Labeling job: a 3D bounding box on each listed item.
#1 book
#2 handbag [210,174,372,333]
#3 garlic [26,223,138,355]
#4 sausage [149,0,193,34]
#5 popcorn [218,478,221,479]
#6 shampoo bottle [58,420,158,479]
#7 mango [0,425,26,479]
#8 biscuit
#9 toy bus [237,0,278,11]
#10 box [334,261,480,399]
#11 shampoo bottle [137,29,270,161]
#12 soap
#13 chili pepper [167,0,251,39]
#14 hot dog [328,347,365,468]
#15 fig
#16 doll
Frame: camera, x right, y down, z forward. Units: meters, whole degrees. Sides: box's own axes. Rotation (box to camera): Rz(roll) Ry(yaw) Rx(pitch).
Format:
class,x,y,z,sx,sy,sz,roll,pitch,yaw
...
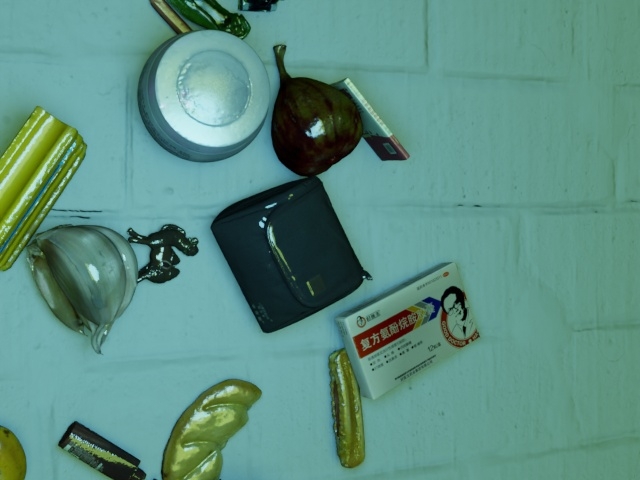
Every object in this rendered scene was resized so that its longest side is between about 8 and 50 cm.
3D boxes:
class,x,y,z,sx,sy,sz,roll,pitch,yaw
book,0.107,-0.279,1.676,0.022,0.162,0.232,-42,104,-9
handbag,-0.063,0.033,1.575,0.274,0.178,0.302,-21,102,17
garlic,-0.482,0.080,1.440,0.237,0.210,0.292,-39,89,15
sausage,-0.323,-0.488,1.583,0.035,0.030,0.147,-45,105,-10
popcorn,-0.164,0.682,1.552,0.315,0.281,0.298,3,119,-14
shampoo bottle,-0.451,0.479,1.551,0.236,0.068,0.067,39,77,-17
mango,-0.665,0.458,1.464,0.115,0.090,0.178,-18,101,-8
biscuit,-0.260,0.447,1.632,0.154,0.045,0.299,27,82,-17
toy bus,-0.127,-0.571,1.576,0.088,0.175,0.101,-3,90,-20
box,0.221,0.216,1.758,0.353,0.069,0.214,-24,100,-28
shampoo bottle,-0.242,-0.301,1.496,0.272,0.266,0.273,-1,94,-20
soap,-0.595,-0.093,1.413,0.096,0.204,0.325,32,80,-7
chili pepper,-0.271,-0.533,1.584,0.257,0.074,0.100,38,77,-22
hot dog,0.061,0.405,1.735,0.083,0.068,0.289,-4,89,-42
fig,-0.039,-0.314,1.637,0.216,0.217,0.321,-17,69,-18
doll,-0.352,0.032,1.581,0.165,0.057,0.139,1,89,-24
